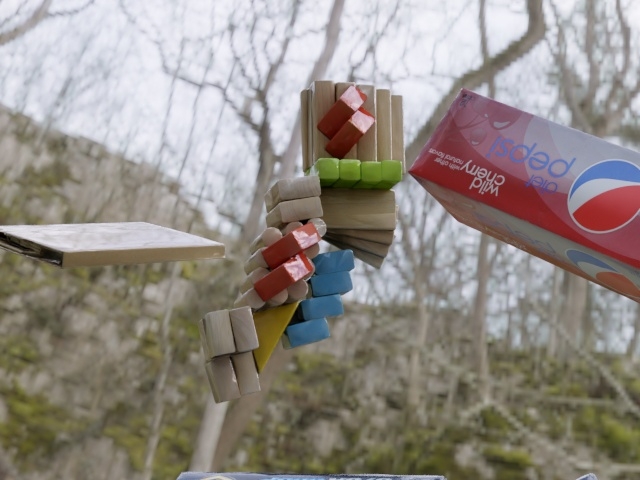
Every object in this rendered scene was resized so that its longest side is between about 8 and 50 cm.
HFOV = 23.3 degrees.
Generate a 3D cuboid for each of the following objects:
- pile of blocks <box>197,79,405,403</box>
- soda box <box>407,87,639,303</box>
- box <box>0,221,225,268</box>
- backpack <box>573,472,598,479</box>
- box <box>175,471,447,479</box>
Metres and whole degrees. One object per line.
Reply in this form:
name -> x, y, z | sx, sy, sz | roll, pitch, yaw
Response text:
pile of blocks -> 0.000, 0.000, 1.508 | 0.149, 0.362, 0.112 | 25, -12, -7
soda box -> 0.196, -0.024, 1.147 | 0.263, 0.083, 0.092 | 26, -10, 42
box -> -0.229, 0.004, 1.653 | 0.164, 0.201, 0.021 | 14, -78, 49
backpack -> 0.134, 0.417, 1.476 | 0.356, 0.273, 0.290 | -16, -88, 15
box -> -0.002, 0.256, 0.990 | 0.175, 0.051, 0.220 | 0, -75, 12
